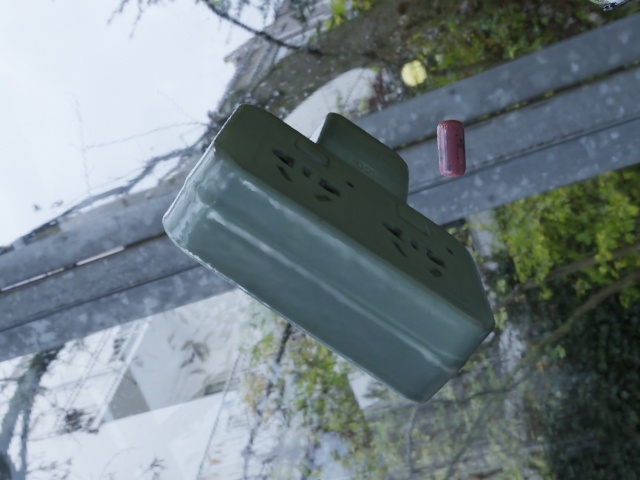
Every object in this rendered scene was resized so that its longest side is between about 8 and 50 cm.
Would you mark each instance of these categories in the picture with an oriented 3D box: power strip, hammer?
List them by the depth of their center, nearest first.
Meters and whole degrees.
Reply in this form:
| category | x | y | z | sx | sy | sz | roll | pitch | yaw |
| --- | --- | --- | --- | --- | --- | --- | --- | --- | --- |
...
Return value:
| category | x | y | z | sx | sy | sz | roll | pitch | yaw |
| --- | --- | --- | --- | --- | --- | --- | --- | --- | --- |
| power strip | 0.000 | 0.000 | 0.618 | 0.230 | 0.141 | 0.261 | 34 | -160 | -10 |
| hammer | 0.189 | -0.133 | 1.102 | 0.043 | 0.043 | 0.083 | -57 | -38 | -64 |

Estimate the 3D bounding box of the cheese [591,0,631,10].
| category | x | y | z | sx | sy | sz | roll | pitch | yaw |
| --- | --- | --- | --- | --- | --- | --- | --- | --- | --- |
| cheese | 0.335 | -0.296 | 0.717 | 0.251 | 0.127 | 0.054 | -45 | -72 | -39 |
